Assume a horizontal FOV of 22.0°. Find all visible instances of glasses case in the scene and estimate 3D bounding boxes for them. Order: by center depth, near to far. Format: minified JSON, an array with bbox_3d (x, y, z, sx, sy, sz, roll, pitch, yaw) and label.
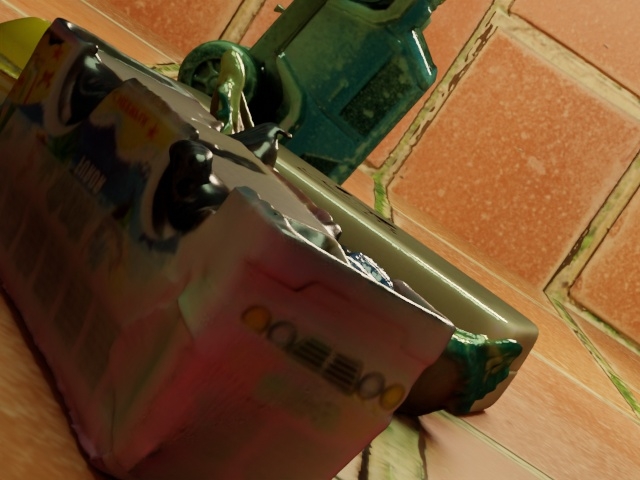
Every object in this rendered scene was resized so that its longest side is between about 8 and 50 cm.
[{"bbox_3d":[0.000,0.000,1.122,0.313,0.070,0.131,36,6,16],"label":"glasses case"}]

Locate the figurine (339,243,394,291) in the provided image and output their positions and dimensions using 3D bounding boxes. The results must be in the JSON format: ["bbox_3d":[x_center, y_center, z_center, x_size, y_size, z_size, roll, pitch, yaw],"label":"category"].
[{"bbox_3d":[-0.031,0.024,0.819,0.149,0.086,0.087,24,-40,32],"label":"figurine"}]

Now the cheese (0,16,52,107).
[{"bbox_3d":[-0.171,-0.101,1.027,0.270,0.069,0.177,36,6,30],"label":"cheese"}]

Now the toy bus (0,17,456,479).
[{"bbox_3d":[-0.056,0.002,0.619,0.090,0.112,0.274,30,7,-29],"label":"toy bus"}]

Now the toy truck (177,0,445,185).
[{"bbox_3d":[0.004,-0.144,1.304,0.156,0.279,0.155,43,6,-1],"label":"toy truck"}]

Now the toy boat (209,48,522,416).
[{"bbox_3d":[-0.002,0.004,0.991,0.293,0.099,0.108,47,10,31],"label":"toy boat"}]
